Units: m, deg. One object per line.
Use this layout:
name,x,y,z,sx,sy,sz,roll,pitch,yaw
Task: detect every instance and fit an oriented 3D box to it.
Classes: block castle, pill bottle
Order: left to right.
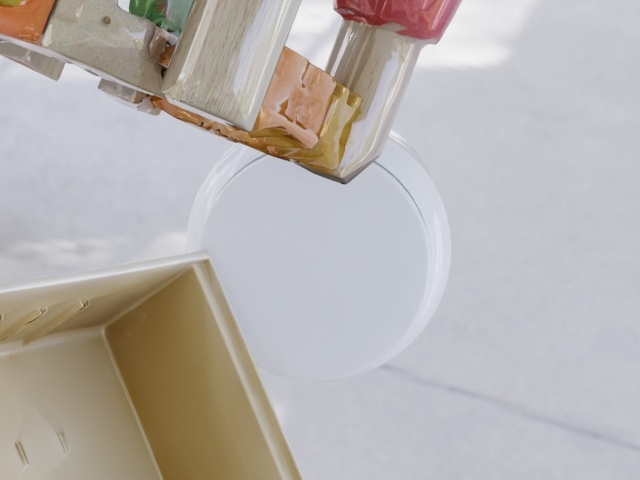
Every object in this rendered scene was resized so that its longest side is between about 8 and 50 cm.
block castle,-0.157,-0.212,1.146,0.453,0.212,0.303,21,0,19
pill bottle,0.000,0.000,1.546,0.210,0.210,0.363,12,5,1

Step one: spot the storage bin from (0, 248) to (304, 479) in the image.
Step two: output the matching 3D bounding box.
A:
storage bin,-0.150,0.161,1.258,0.262,0.123,0.260,-9,71,-52
